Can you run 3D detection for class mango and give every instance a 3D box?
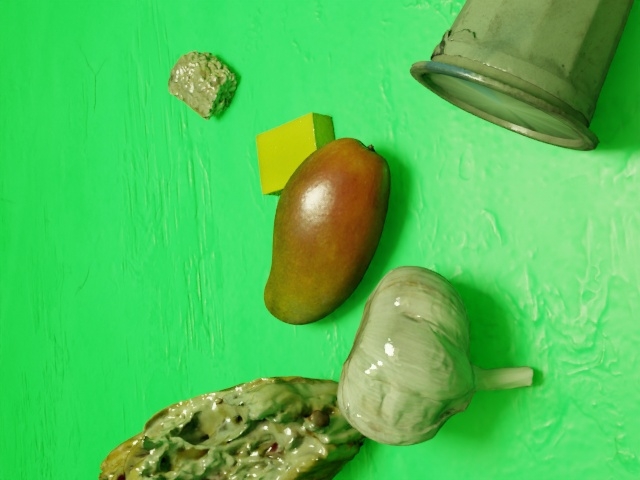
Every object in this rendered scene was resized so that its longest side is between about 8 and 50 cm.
[{"bbox_3d":[0.005,0.000,0.930,0.146,0.129,0.289,17,115,9],"label":"mango"}]

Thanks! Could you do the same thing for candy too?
[{"bbox_3d":[-0.194,-0.261,1.137,0.110,0.085,0.095,47,126,18],"label":"candy"}]

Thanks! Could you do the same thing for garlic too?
[{"bbox_3d":[0.137,0.147,0.801,0.212,0.218,0.218,18,103,4],"label":"garlic"}]

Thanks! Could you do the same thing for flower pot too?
[{"bbox_3d":[0.228,-0.222,0.718,0.212,0.212,0.203,27,93,37],"label":"flower pot"}]

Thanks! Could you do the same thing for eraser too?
[{"bbox_3d":[-0.036,-0.124,1.018,0.122,0.045,0.097,-15,80,40],"label":"eraser"}]

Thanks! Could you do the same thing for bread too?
[{"bbox_3d":[-0.145,0.310,0.944,0.370,0.314,0.191,-54,49,31],"label":"bread"}]
